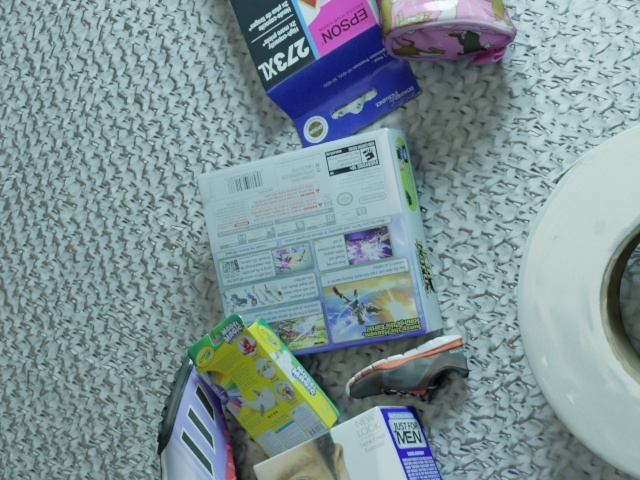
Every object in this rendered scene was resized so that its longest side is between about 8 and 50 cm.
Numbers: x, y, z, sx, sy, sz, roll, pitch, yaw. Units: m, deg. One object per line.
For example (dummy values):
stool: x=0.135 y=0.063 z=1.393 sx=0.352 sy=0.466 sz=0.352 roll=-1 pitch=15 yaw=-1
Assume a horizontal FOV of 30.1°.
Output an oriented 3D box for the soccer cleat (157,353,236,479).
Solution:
soccer cleat: x=-0.147 y=0.294 z=1.492 sx=0.117 sy=0.108 sz=0.318 roll=7 pitch=83 yaw=7

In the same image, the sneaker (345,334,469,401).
sneaker: x=0.102 y=0.164 z=1.390 sx=0.158 sy=0.061 sz=0.064 roll=-26 pitch=78 yaw=23

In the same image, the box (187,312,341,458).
box: x=-0.072 y=0.174 z=1.441 sx=0.105 sy=0.043 sz=0.179 roll=-38 pitch=94 yaw=31

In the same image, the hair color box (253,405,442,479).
hair color box: x=0.072 y=0.378 z=1.348 sx=0.185 sy=0.110 sz=0.338 roll=-30 pitch=68 yaw=23

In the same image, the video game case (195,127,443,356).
video game case: x=-0.004 y=0.012 z=1.445 sx=0.270 sy=0.061 sz=0.244 roll=-12 pitch=87 yaw=26

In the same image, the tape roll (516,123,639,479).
tape roll: x=0.393 y=0.062 z=1.209 sx=0.392 sy=0.072 sz=0.391 roll=1 pitch=92 yaw=26

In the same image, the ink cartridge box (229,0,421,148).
ink cartridge box: x=-0.021 y=-0.307 z=1.525 sx=0.176 sy=0.069 sz=0.370 roll=-29 pitch=72 yaw=22

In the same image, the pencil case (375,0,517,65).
pencil case: x=0.136 y=-0.397 z=1.392 sx=0.167 sy=0.160 sz=0.385 roll=-3 pitch=81 yaw=4
